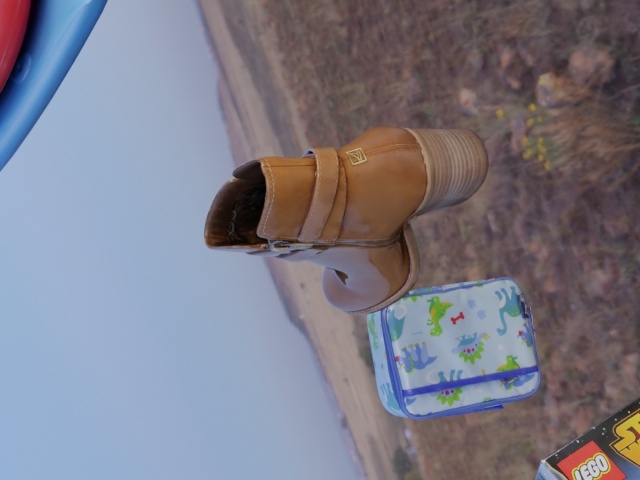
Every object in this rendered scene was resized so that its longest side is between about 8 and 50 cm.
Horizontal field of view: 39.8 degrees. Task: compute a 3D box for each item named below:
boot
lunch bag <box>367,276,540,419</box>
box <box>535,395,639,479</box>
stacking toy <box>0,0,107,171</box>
[{"bbox_3d":[0.000,0.000,0.800,0.283,0.220,0.109,-47,59,54],"label":"boot"},{"bbox_3d":[0.181,0.147,1.181,0.090,0.218,0.176,149,114,-72],"label":"lunch bag"},{"bbox_3d":[0.162,0.089,0.327,0.094,0.137,0.027,51,158,34],"label":"box"},{"bbox_3d":[-0.255,-0.133,0.358,0.301,0.166,0.175,6,-136,-53],"label":"stacking toy"}]
